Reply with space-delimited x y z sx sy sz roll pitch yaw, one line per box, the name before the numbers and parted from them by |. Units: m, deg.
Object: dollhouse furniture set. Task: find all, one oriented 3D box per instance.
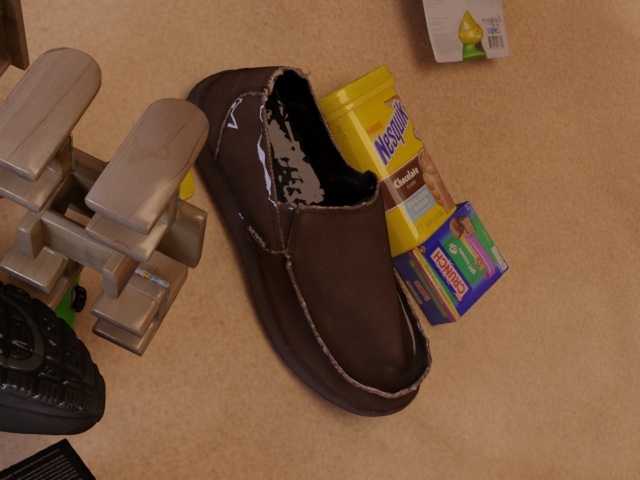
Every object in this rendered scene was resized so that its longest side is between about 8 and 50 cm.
dollhouse furniture set | -0.182 -0.068 0.729 0.242 0.212 0.161 26 61 3

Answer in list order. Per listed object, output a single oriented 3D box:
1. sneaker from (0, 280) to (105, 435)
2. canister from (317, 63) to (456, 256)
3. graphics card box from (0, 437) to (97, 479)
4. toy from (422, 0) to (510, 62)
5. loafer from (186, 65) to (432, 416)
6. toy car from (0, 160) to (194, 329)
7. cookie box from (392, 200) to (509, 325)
sneaker | -0.293 0.088 0.719 0.286 0.130 0.109 20 28 -18
canister | 0.061 -0.079 1.048 0.170 0.073 0.126 61 36 -8
graphics card box | -0.156 0.331 0.661 0.371 0.094 0.233 51 33 9
toy | 0.141 -0.320 1.197 0.137 0.056 0.237 -13 89 -41
loafer | 0.000 0.000 0.954 0.134 0.130 0.366 -36 99 -37
toy car | -0.224 0.007 0.839 0.239 0.053 0.225 15 69 -32
cookie box | 0.139 0.024 1.105 0.107 0.040 0.092 -39 102 -36
